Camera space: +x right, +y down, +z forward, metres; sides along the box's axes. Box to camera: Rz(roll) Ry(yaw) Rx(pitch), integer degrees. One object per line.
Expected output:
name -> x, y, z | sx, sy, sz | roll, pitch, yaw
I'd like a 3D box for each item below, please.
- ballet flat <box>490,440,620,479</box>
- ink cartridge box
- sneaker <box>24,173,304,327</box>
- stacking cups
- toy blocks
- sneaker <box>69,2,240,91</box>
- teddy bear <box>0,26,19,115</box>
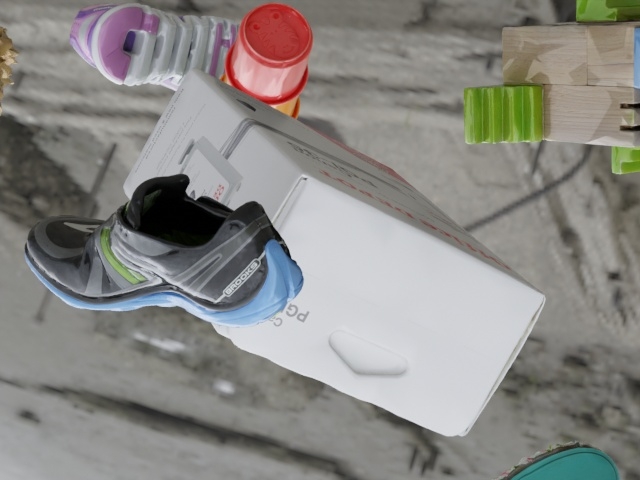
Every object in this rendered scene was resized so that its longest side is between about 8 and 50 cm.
ballet flat -> 0.115, 0.229, 0.955 | 0.091, 0.241, 0.077 | 48, 150, 2
ink cartridge box -> 0.000, 0.000, 0.978 | 0.207, 0.117, 0.283 | 26, -171, -27
sneaker -> -0.090, -0.001, 0.756 | 0.188, 0.067, 0.078 | 4, 122, 40
stacking cups -> -0.058, -0.111, 1.293 | 0.096, 0.096, 0.316 | 20, 158, -5
toy blocks -> 0.349, -0.141, 1.177 | 0.381, 0.190, 0.261 | -10, -167, -37
sneaker -> -0.165, -0.200, 1.446 | 0.105, 0.095, 0.236 | 19, -173, 42
teddy bear -> -0.186, -0.084, 0.394 | 0.113, 0.245, 0.337 | 16, 114, 21
